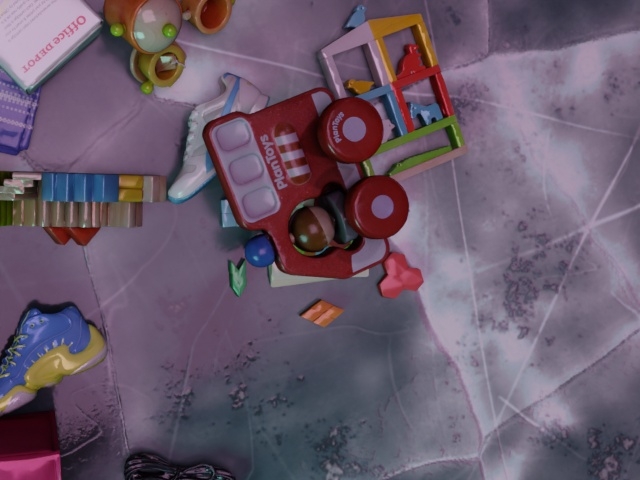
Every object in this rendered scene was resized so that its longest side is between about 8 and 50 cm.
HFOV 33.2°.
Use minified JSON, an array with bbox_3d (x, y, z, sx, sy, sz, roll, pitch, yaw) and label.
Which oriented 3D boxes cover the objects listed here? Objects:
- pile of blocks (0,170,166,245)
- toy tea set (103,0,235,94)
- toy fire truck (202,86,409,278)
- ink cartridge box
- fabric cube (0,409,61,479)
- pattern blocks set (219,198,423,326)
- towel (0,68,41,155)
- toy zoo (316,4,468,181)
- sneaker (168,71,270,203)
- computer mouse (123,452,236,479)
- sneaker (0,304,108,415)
[{"bbox_3d":[-0.409,-0.047,1.602,0.362,0.149,0.112,0,94,-16],"label":"pile of blocks"},{"bbox_3d":[-0.174,-0.372,1.613,0.336,0.124,0.200,-52,145,-8],"label":"toy tea set"},{"bbox_3d":[-0.024,-0.078,1.652,0.254,0.169,0.302,-23,101,-18],"label":"toy fire truck"},{"bbox_3d":[-0.445,-0.341,1.564,0.154,0.093,0.212,-45,99,-8],"label":"ink cartridge box"},{"bbox_3d":[-0.505,0.407,1.560,0.258,0.254,0.259,-4,95,-14],"label":"fabric cube"},{"bbox_3d":[0.000,0.000,1.779,0.325,0.026,0.285,-15,98,-13],"label":"pattern blocks set"},{"bbox_3d":[-0.526,-0.316,1.613,0.243,0.040,0.336,14,89,-14],"label":"towel"},{"bbox_3d":[0.114,-0.249,1.776,0.192,0.030,0.293,-23,99,-18],"label":"toy zoo"},{"bbox_3d":[-0.178,-0.159,1.694,0.092,0.087,0.228,36,78,-8],"label":"sneaker"},{"bbox_3d":[-0.249,0.490,1.736,0.189,0.072,0.272,13,79,-14],"label":"computer mouse"},{"bbox_3d":[-0.454,0.180,1.641,0.240,0.091,0.126,-28,91,-28],"label":"sneaker"}]
